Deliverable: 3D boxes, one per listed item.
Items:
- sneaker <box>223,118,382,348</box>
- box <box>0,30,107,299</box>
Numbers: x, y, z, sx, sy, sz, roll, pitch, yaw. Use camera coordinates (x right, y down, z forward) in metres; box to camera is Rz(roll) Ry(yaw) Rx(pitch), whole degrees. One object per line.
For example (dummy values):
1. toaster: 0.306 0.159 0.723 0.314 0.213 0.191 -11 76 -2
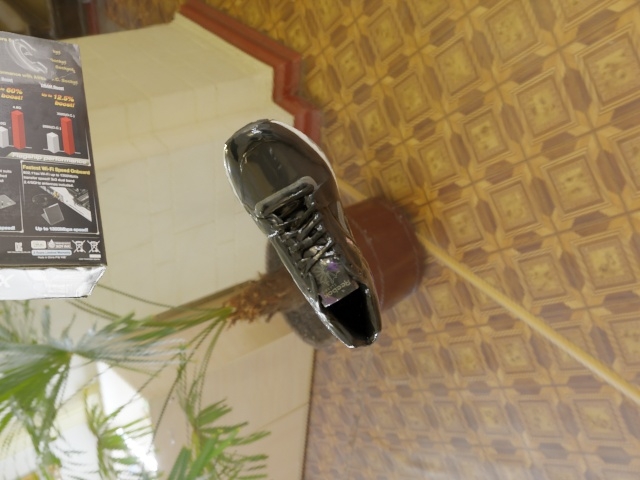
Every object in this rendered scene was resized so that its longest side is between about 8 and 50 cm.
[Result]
1. sneaker: 0.000 0.000 0.698 0.283 0.107 0.124 58 -179 -34
2. box: -0.350 -0.072 0.533 0.076 0.307 0.242 -41 57 48
